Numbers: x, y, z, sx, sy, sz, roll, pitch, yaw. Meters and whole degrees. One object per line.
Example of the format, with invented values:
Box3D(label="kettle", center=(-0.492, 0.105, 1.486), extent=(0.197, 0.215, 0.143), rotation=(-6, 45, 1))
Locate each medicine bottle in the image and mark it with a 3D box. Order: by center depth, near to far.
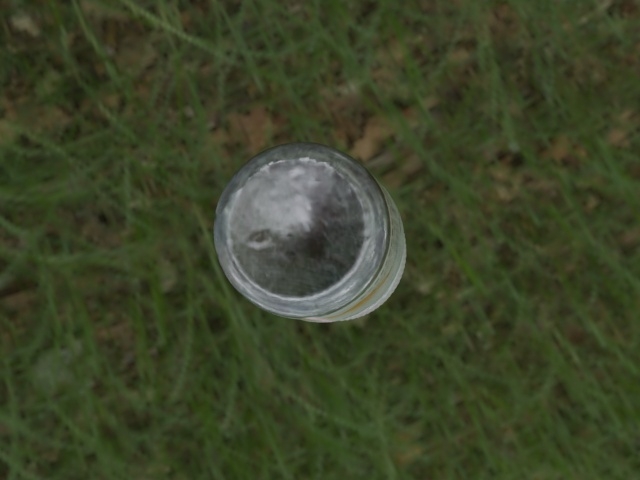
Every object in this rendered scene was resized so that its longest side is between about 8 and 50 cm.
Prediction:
Box3D(label="medicine bottle", center=(0.000, 0.000, 1.522), extent=(0.165, 0.165, 0.273), rotation=(-29, 171, 6))
